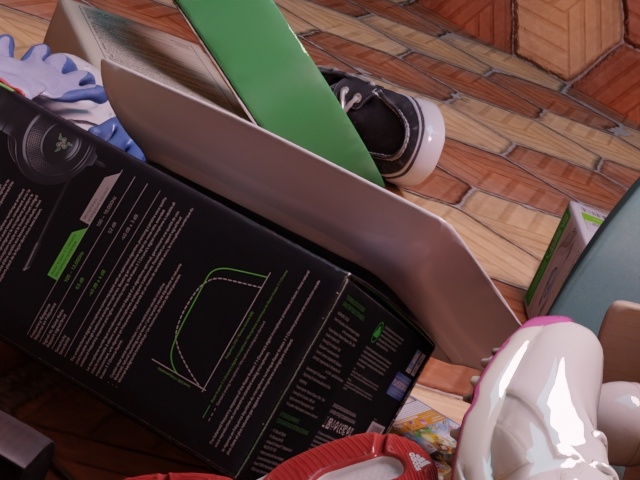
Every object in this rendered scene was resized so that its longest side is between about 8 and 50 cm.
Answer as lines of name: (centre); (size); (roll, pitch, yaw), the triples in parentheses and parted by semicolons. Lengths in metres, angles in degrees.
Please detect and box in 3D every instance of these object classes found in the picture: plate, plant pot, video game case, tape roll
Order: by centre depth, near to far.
plate: (0.000, 0.000, 1.190); (0.278, 0.045, 0.277); (27, -11, 27)
video game case: (0.063, 0.142, 1.318); (0.166, 0.015, 0.119); (30, 16, 24)
plant pot: (0.274, 0.062, 1.477); (0.166, 0.234, 0.165); (25, 15, 8)
tape roll: (-0.054, -0.165, 1.748); (0.321, 0.077, 0.321); (57, 0, 0)

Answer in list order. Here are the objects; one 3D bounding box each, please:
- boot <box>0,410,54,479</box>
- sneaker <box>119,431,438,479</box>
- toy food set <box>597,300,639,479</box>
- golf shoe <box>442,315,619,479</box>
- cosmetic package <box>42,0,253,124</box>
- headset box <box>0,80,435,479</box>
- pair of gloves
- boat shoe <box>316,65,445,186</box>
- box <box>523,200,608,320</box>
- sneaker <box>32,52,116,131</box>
boot: (-0.291, 0.084, 0.852); (0.280, 0.096, 0.264); (23, 15, 4)
sneaker: (-0.041, 0.186, 0.920); (0.221, 0.128, 0.087); (-10, 33, -1)
toy food set: (0.179, 0.185, 0.952); (0.092, 0.219, 0.306); (10, 17, -8)
golf shoe: (0.123, 0.167, 0.870); (0.140, 0.115, 0.306); (0, 49, 23)
cosmetic package: (-0.175, -0.120, 1.685); (0.160, 0.113, 0.309); (18, 15, -21)
headset box: (-0.100, 0.035, 1.093); (0.283, 0.131, 0.246); (28, -4, 20)
pair of gloves: (-0.170, -0.094, 1.328); (0.198, 0.023, 0.159); (32, 18, 2)
boat shoe: (0.047, -0.148, 2.114); (0.102, 0.108, 0.301); (15, 14, -27)
box: (0.346, 0.085, 1.709); (0.262, 0.126, 0.231); (22, 16, -5)
sneaker: (-0.285, -0.096, 1.411); (0.366, 0.137, 0.210); (27, 14, -6)
